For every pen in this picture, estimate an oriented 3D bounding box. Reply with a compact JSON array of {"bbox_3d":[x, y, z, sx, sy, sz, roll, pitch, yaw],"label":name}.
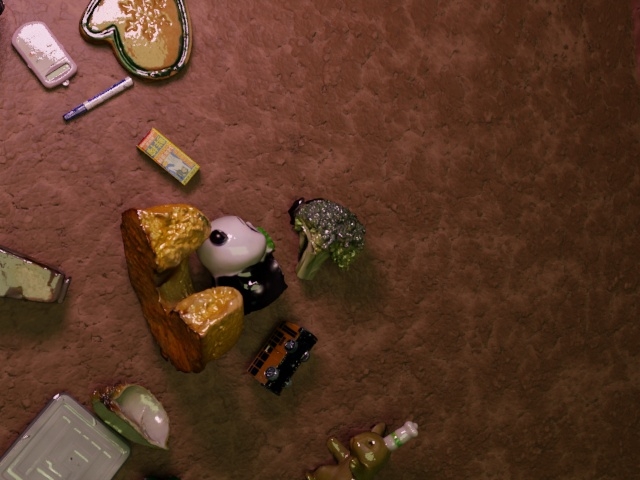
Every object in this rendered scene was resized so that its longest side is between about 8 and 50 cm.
[{"bbox_3d":[-0.582,-0.371,1.716,0.204,0.025,0.025,-35,105,-15],"label":"pen"}]

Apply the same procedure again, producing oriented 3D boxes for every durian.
[{"bbox_3d":[-0.497,0.464,1.747,0.144,0.139,0.252,-41,106,-18],"label":"durian"}]

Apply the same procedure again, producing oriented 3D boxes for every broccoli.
[{"bbox_3d":[0.000,0.000,1.903,0.247,0.263,0.243,34,108,12],"label":"broccoli"}]

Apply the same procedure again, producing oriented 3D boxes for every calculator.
[{"bbox_3d":[-0.698,-0.468,1.661,0.100,0.032,0.175,-39,107,-15],"label":"calculator"}]

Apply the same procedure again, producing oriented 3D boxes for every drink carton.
[{"bbox_3d":[-0.412,-0.227,1.776,0.165,0.056,0.071,41,87,-19],"label":"drink carton"}]

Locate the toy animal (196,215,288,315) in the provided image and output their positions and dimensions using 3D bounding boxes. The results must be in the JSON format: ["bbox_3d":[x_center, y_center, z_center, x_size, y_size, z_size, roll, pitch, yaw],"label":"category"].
[{"bbox_3d":[-0.216,0.055,1.790,0.212,0.212,0.267,-25,108,-18],"label":"toy animal"}]

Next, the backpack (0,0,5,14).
[{"bbox_3d":[-0.923,-0.612,1.454,0.363,0.255,0.446,-14,96,-26],"label":"backpack"}]

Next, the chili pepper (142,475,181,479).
[{"bbox_3d":[-0.435,0.775,1.772,0.165,0.174,0.261,6,86,-17],"label":"chili pepper"}]

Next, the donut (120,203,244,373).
[{"bbox_3d":[-0.353,0.116,1.670,0.163,0.377,0.435,-23,85,-32],"label":"donut"}]

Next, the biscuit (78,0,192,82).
[{"bbox_3d":[-0.488,-0.589,1.720,0.287,0.057,0.344,-14,98,-20],"label":"biscuit"}]

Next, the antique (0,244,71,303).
[{"bbox_3d":[-0.768,0.081,1.622,0.284,0.125,0.150,18,88,-21],"label":"antique"}]

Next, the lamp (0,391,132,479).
[{"bbox_3d":[-0.664,0.573,1.694,0.266,0.047,0.269,47,57,-18],"label":"lamp"}]

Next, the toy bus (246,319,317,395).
[{"bbox_3d":[-0.111,0.333,1.898,0.201,0.114,0.098,-55,139,-10],"label":"toy bus"}]

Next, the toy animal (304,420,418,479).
[{"bbox_3d":[0.118,0.657,1.982,0.180,0.181,0.363,39,81,-28],"label":"toy animal"}]
